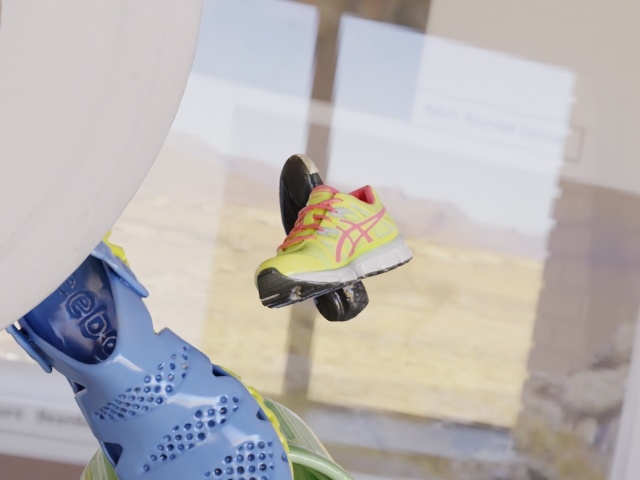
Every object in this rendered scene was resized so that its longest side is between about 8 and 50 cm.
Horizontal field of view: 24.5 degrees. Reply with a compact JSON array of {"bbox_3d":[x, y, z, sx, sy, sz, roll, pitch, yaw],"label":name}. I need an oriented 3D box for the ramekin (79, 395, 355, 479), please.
[{"bbox_3d":[-0.103,0.296,1.461,0.303,0.303,0.148,10,22,-23],"label":"ramekin"}]

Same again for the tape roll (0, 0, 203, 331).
[{"bbox_3d":[-0.172,-0.094,0.407,0.246,0.246,0.169,10,26,-33],"label":"tape roll"}]

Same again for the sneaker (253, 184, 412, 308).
[{"bbox_3d":[0.000,0.000,1.312,0.081,0.094,0.208,-18,1,32],"label":"sneaker"}]

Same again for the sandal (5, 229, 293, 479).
[{"bbox_3d":[-0.146,0.097,1.094,0.317,0.126,0.138,45,-2,9],"label":"sandal"}]

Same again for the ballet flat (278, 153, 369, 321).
[{"bbox_3d":[0.001,-0.003,1.439,0.057,0.173,0.049,-5,17,46],"label":"ballet flat"}]
